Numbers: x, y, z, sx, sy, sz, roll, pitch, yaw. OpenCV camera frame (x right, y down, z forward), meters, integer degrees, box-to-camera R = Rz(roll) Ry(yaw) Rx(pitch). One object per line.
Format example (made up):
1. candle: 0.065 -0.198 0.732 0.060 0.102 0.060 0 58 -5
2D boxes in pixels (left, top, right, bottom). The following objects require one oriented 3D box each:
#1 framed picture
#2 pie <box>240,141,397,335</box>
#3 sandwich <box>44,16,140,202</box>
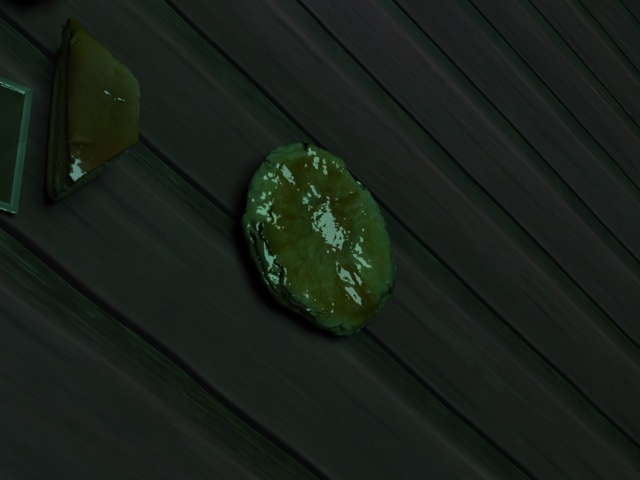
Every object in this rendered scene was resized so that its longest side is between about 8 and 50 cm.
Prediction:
1. framed picture: -0.414 -0.128 1.014 0.142 0.011 0.183 19 55 -36
2. pie: 0.000 0.000 1.296 0.306 0.071 0.307 19 57 -32
3. sandwich: -0.290 -0.156 1.088 0.096 0.094 0.258 17 55 -35
